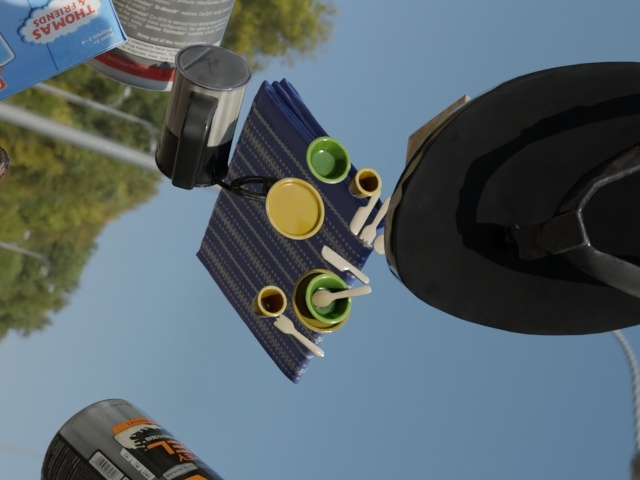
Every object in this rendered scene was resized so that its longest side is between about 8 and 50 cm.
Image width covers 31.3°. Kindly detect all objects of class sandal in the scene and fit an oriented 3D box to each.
[{"bbox_3d":[0.149,-0.014,0.392,0.054,0.254,0.097,-74,162,-82],"label":"sandal"}]

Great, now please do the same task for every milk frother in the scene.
[{"bbox_3d":[-0.096,-0.117,1.229,0.129,0.143,0.135,-105,-155,-45],"label":"milk frother"}]

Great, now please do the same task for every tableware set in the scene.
[{"bbox_3d":[0.000,0.000,0.847,0.154,0.104,0.024,-58,-167,-26],"label":"tableware set"}]

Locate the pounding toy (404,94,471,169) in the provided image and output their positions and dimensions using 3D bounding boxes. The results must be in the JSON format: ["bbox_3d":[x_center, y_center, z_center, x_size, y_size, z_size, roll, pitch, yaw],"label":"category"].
[{"bbox_3d":[0.184,-0.013,1.136,0.094,0.206,0.181,-36,-154,32],"label":"pounding toy"}]

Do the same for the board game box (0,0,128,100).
[{"bbox_3d":[-0.209,-0.162,0.606,0.039,0.160,0.212,50,-17,40],"label":"board game box"}]

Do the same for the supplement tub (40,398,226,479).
[{"bbox_3d":[-0.242,0.382,1.641,0.316,0.193,0.194,32,-75,34],"label":"supplement tub"}]

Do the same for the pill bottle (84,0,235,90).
[{"bbox_3d":[-0.188,-0.391,1.444,0.210,0.210,0.363,-96,-155,-53],"label":"pill bottle"}]

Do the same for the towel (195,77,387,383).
[{"bbox_3d":[-0.042,-0.006,1.409,0.243,0.040,0.336,52,-40,23],"label":"towel"}]

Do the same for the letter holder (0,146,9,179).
[{"bbox_3d":[-0.455,-0.047,0.983,0.302,0.214,0.152,-45,150,-11],"label":"letter holder"}]
